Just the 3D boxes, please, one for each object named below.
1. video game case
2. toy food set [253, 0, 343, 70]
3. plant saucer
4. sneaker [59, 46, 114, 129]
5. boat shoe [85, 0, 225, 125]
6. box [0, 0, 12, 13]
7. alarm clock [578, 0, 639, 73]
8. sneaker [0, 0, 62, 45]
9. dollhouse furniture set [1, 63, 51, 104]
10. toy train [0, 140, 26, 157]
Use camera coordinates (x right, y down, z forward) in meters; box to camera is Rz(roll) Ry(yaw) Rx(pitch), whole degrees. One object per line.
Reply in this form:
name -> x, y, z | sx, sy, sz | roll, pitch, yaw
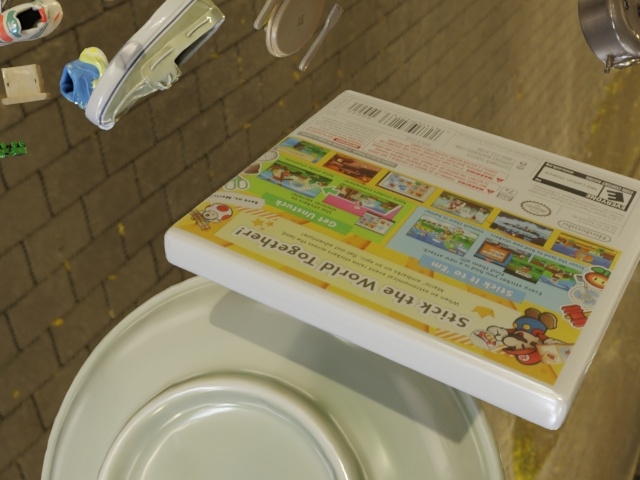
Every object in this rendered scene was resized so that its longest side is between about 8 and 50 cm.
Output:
video game case -> 0.062, -0.009, 0.500 | 0.206, 0.226, 0.026 | -45, 148, -45
toy food set -> -0.040, -0.325, 1.233 | 0.132, 0.038, 0.192 | -57, 159, 2
plant saucer -> -0.060, 0.212, 0.667 | 0.100, 0.400, 0.401 | 27, 80, -73
sneaker -> -0.579, -0.358, 2.122 | 0.126, 0.091, 0.240 | -32, 144, -29
boat shoe -> -0.283, -0.310, 1.489 | 0.302, 0.094, 0.109 | -53, -178, -6
box -> -0.604, -0.512, 1.449 | 0.290, 0.169, 0.087 | 119, -18, -53
alarm clock -> 0.385, -0.306, 1.094 | 0.129, 0.064, 0.192 | -8, 85, -36
sneaker -> -0.438, -0.339, 1.333 | 0.161, 0.075, 0.057 | -45, 125, -55
dollhouse furniture set -> -0.438, -0.178, 1.185 | 0.182, 0.160, 0.101 | -128, -151, -78
toy train -> -0.498, -0.140, 1.348 | 0.083, 0.017, 0.024 | -12, 88, -43
